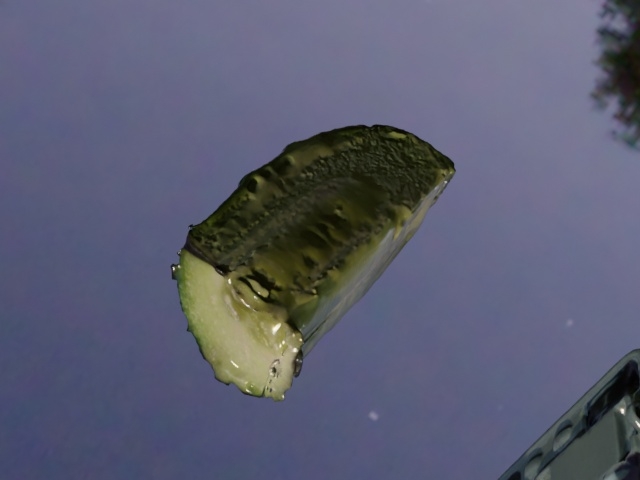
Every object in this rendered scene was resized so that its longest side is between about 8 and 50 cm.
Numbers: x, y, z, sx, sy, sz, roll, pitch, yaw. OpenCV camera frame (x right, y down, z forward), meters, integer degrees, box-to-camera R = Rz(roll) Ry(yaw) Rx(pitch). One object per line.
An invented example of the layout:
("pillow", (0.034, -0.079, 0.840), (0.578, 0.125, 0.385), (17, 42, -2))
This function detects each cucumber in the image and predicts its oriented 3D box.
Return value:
("cucumber", (-0.003, 0.000, 1.239), (0.145, 0.105, 0.325), (41, -139, 6))

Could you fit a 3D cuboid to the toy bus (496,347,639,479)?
("toy bus", (0.275, 0.267, 1.337), (0.199, 0.343, 0.183), (22, -137, -17))
